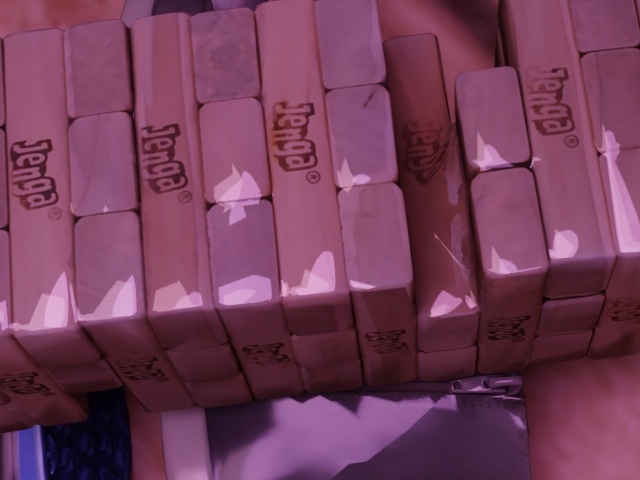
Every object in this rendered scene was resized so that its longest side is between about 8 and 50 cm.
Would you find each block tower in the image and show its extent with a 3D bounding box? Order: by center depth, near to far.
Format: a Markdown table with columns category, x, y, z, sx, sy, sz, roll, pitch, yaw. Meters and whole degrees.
| category | x | y | z | sx | sy | sz | roll | pitch | yaw |
| --- | --- | --- | --- | --- | --- | --- | --- | --- | --- |
| block tower | 0.039 | -0.015 | 0.419 | 0.336 | 0.097 | 0.091 | -7 | 69 | 2 |

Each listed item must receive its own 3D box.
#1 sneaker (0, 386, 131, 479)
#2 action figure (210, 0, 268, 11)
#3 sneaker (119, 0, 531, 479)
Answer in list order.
| category | x | y | z | sx | sy | sz | roll | pitch | yaw |
| --- | --- | --- | --- | --- | --- | --- | --- | --- | --- |
| sneaker | -0.119 | 0.118 | 0.523 | 0.090 | 0.081 | 0.232 | -6 | 80 | 14 |
| action figure | 0.019 | -0.214 | 0.462 | 0.341 | 0.178 | 0.330 | 28 | 82 | 19 |
| sneaker | 0.000 | 0.000 | 0.507 | 0.118 | 0.083 | 0.222 | -12 | 72 | 3 |
